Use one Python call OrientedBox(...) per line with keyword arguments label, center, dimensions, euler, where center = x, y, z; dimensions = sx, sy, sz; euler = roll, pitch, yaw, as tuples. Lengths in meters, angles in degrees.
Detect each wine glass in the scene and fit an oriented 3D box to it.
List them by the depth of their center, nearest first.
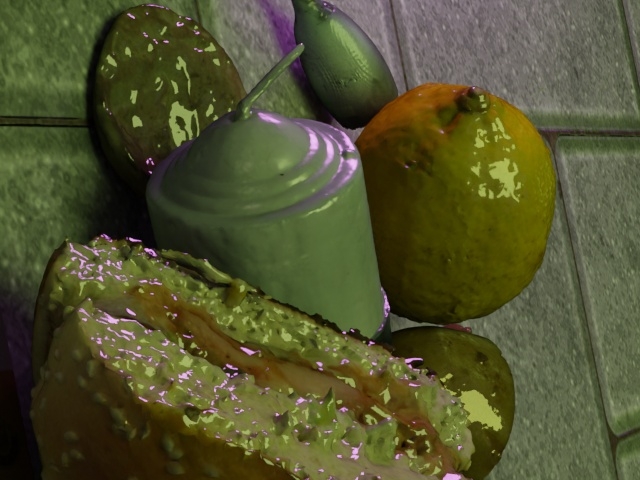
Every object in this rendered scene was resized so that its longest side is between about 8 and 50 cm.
OrientedBox(label="wine glass", center=(-0.053, -0.207, 2.033), dimensions=(0.264, 0.096, 0.309), euler=(-55, 131, -29))

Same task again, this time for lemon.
OrientedBox(label="lemon", center=(0.147, -0.048, 2.080), dimensions=(0.268, 0.268, 0.321), euler=(-45, 148, -57))

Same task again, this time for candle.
OrientedBox(label="candle", center=(-0.053, 0.011, 1.705), dimensions=(0.221, 0.221, 0.342), euler=(-60, 145, -51))

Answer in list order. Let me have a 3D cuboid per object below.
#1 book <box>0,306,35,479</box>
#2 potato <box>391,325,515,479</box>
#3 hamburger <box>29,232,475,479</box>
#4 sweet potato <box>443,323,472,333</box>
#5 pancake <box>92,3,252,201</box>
OrientedBox(label="book", center=(-0.330, 0.076, 1.445), dimensions=(0.208, 0.020, 0.295), euler=(-9, 87, -61))
OrientedBox(label="potato", center=(0.115, 0.180, 2.070), dimensions=(0.158, 0.178, 0.203), euler=(29, 61, -39))
OrientedBox(label="hamburger", center=(-0.079, 0.215, 1.543), dimensions=(0.445, 0.287, 0.268), euler=(23, 27, -24))
OrientedBox(label="sweet potato", center=(0.169, 0.140, 2.273), dimensions=(0.226, 0.068, 0.068), euler=(-29, 105, -61))
OrientedBox(label="pancake", center=(-0.153, -0.130, 1.814), dimensions=(0.242, 0.050, 0.242), euler=(29, 52, -46))
